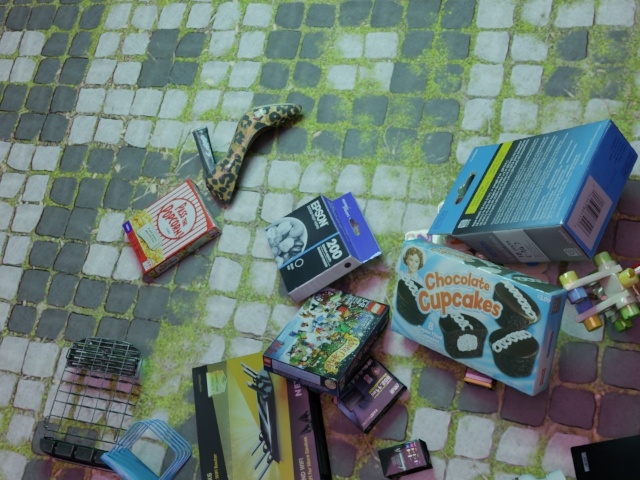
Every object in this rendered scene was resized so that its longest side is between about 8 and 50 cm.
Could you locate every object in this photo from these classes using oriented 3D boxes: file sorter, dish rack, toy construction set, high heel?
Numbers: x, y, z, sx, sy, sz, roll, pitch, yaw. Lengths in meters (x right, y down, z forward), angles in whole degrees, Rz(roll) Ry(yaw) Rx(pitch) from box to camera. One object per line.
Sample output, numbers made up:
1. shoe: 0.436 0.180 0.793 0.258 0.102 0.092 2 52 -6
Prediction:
1. file sorter: -0.333 0.421 1.563 0.118 0.170 0.104 40 82 8
2. dish rack: -0.482 0.347 1.711 0.208 0.074 0.271 6 71 19
3. toy construction set: 0.591 0.058 1.354 0.328 0.215 0.151 -17 70 27
4. high heel: -0.145 -0.198 1.801 0.261 0.093 0.186 -19 84 3

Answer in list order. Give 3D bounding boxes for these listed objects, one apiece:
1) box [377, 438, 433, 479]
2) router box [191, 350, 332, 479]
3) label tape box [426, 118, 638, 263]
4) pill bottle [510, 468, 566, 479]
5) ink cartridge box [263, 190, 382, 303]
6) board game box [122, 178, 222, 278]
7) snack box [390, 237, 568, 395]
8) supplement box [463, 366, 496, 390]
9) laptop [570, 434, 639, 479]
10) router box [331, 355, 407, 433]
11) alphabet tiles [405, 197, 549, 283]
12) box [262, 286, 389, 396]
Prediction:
1. box: 0.157 0.405 1.471 0.083 0.062 0.052 -20 65 11
2. router box: -0.117 0.379 1.564 0.243 0.081 0.308 -16 66 13
3. label tape box: 0.391 -0.081 1.495 0.334 0.106 0.240 -5 48 57
4. pill bottle: 0.331 0.475 1.353 0.216 0.121 0.121 -26 65 8
5. ink cartridge box: 0.000 0.000 1.653 0.208 0.045 0.206 -30 46 6
6. board game box: -0.339 -0.028 1.810 0.193 0.045 0.146 -34 64 4
7. snack box: 0.274 0.128 1.436 0.322 0.060 0.187 21 112 42
8. supplement box: 0.307 0.234 1.492 0.055 0.043 0.083 13 76 25
9. laptop: 0.594 0.445 1.334 0.264 0.136 0.234 -2 69 -9
10. router box: 0.094 0.300 1.544 0.092 0.038 0.122 40 87 26
11. alphabet tiles: 0.306 0.048 1.573 0.278 0.021 0.284 -6 69 18
12. box: 0.015 0.187 1.537 0.159 0.044 0.233 15 39 23
